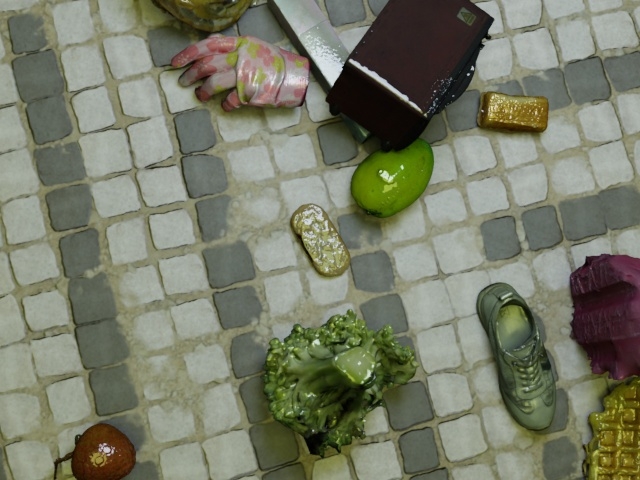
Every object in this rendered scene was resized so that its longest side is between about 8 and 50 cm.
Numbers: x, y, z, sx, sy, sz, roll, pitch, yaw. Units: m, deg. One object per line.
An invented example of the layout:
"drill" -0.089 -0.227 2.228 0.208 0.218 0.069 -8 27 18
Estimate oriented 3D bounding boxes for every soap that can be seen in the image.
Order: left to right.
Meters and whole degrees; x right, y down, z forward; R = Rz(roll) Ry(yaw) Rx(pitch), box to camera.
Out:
"soap" 0.526 0.125 1.371 0.127 0.325 0.220 -4 83 -1

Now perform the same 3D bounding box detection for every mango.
"mango" 0.135 -0.119 1.473 0.119 0.100 0.178 45 76 3

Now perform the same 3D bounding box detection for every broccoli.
"broccoli" 0.039 0.236 1.360 0.263 0.243 0.247 11 71 -9

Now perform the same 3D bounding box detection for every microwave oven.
"microwave oven" 0.153 -0.301 1.392 0.188 0.178 0.247 34 73 -5

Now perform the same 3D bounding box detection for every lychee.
"lychee" -0.384 0.369 1.384 0.140 0.101 0.114 4 94 -10

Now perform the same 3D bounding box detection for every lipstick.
"lipstick" 0.016 -0.328 1.496 0.068 0.066 0.317 -34 88 -7

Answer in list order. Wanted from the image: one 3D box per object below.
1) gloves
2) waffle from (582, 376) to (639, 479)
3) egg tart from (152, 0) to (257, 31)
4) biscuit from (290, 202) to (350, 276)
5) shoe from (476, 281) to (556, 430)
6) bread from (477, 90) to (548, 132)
"gloves" -0.145 -0.306 1.459 0.241 0.126 0.145 9 87 -10
"waffle" 0.589 0.395 1.487 0.280 0.060 0.262 -38 86 -8
"egg tart" -0.189 -0.521 1.431 0.297 0.132 0.297 -1 93 -31
"biscuit" 0.000 0.000 1.491 0.071 0.018 0.147 -30 87 -9
"shoe" 0.359 0.209 1.464 0.103 0.098 0.275 -21 88 -2
"bread" 0.361 -0.239 1.525 0.132 0.053 0.074 3 89 -4
